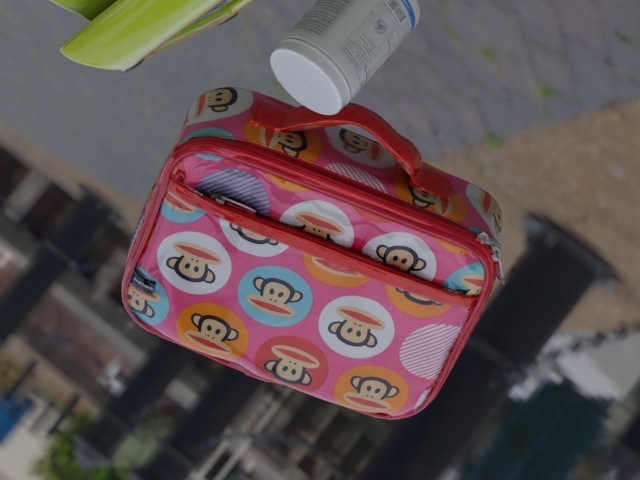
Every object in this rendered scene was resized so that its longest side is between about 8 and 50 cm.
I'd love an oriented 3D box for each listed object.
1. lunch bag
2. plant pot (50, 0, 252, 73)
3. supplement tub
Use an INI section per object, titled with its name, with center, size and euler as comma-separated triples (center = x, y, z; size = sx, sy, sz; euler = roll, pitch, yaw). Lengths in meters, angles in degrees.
[lunch bag]
center = 0.000, 0.000, 1.477
size = 0.293, 0.120, 0.258
euler = 21, 128, -5
[plant pot]
center = -0.100, -0.251, 1.184
size = 0.207, 0.228, 0.227
euler = 57, -150, -4
[supplement tub]
center = 0.020, -0.155, 1.355
size = 0.071, 0.107, 0.071
euler = 34, 157, 17
